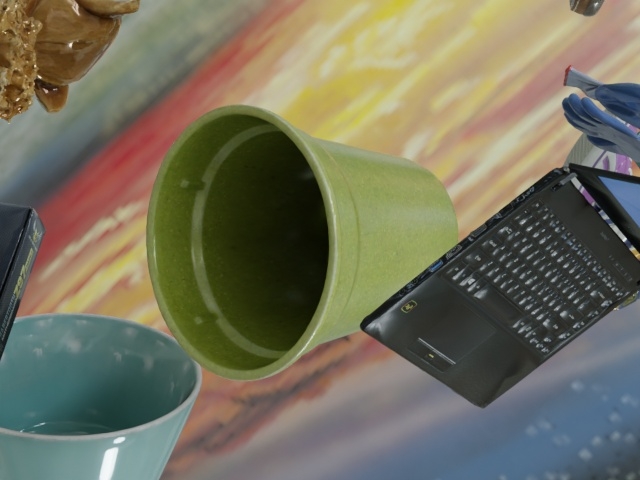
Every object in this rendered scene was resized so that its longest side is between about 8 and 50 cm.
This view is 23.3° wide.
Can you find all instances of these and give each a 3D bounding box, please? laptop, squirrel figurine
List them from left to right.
[{"bbox_3d":[-0.373,-0.231,1.516,0.281,0.370,0.397,-44,-146,31],"label":"squirrel figurine"},{"bbox_3d":[0.203,0.054,1.052,0.264,0.234,0.136,-39,-122,9],"label":"laptop"}]

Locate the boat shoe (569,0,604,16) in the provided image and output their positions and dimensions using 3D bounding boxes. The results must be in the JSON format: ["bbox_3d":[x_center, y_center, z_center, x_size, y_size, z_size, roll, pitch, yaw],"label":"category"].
[{"bbox_3d":[0.356,-0.456,2.201,0.123,0.116,0.324,108,-12,-57],"label":"boat shoe"}]

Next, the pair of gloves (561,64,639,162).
[{"bbox_3d":[0.340,-0.136,1.735,0.023,0.159,0.198,-57,164,-12],"label":"pair of gloves"}]

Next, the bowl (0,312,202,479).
[{"bbox_3d":[-0.299,0.225,1.848,0.311,0.311,0.163,-91,-176,-67],"label":"bowl"}]

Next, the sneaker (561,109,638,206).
[{"bbox_3d":[0.454,-0.081,2.406,0.282,0.161,0.102,-58,-171,-2],"label":"sneaker"}]

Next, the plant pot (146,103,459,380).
[{"bbox_3d":[0.000,0.000,1.633,0.254,0.276,0.276,-1,157,-47],"label":"plant pot"}]

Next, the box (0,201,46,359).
[{"bbox_3d":[-0.458,0.037,1.803,0.059,0.232,0.183,76,25,-59],"label":"box"}]

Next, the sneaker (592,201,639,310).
[{"bbox_3d":[0.388,-0.023,1.820,0.296,0.131,0.112,-17,134,-38],"label":"sneaker"}]

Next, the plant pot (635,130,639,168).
[{"bbox_3d":[0.567,-0.088,2.092,0.165,0.234,0.166,-37,-171,-29],"label":"plant pot"}]
